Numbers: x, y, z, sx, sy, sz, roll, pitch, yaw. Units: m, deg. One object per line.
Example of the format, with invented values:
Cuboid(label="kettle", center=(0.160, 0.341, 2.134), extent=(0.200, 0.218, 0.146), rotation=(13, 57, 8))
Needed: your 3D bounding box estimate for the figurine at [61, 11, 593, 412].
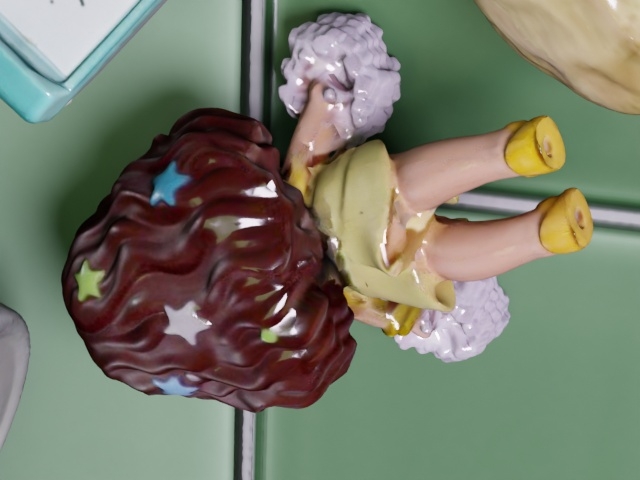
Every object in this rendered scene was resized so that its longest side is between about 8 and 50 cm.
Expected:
Cuboid(label="figurine", center=(-0.002, 0.001, 0.626), extent=(0.240, 0.116, 0.174), rotation=(-18, 105, 20))

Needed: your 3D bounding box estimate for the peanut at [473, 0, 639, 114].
Cuboid(label="peanut", center=(0.147, -0.163, 0.529), extent=(0.233, 0.110, 0.196), rotation=(-31, 100, 25))

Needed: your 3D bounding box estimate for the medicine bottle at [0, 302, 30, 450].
Cuboid(label="medicine bottle", center=(-0.350, 0.036, 0.674), extent=(0.384, 0.224, 0.224), rotation=(25, 114, 5))

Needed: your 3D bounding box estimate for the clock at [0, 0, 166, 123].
Cuboid(label="clock", center=(-0.131, -0.219, 0.588), extent=(0.262, 0.116, 0.231), rotation=(43, 110, -5))
